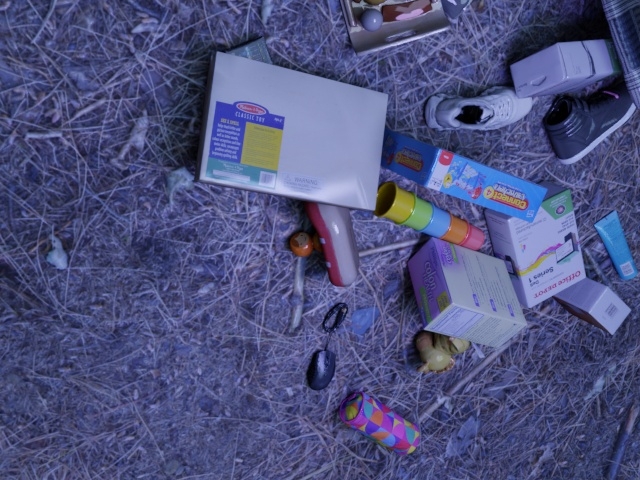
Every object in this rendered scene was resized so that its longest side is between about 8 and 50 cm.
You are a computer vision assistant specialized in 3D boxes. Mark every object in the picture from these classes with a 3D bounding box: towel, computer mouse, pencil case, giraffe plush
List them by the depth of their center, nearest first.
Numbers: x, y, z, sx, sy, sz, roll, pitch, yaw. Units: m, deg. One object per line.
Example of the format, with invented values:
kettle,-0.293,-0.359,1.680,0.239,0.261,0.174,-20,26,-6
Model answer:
towel,0.763,-0.493,1.759,0.324,0.056,0.312,-33,103,-52
computer mouse,0.025,0.274,1.815,0.071,0.041,0.241,11,101,-24
giraffe plush,0.326,0.269,1.882,0.182,0.210,0.170,20,126,-30
pencil case,0.160,0.488,1.907,0.236,0.104,0.104,37,90,-29

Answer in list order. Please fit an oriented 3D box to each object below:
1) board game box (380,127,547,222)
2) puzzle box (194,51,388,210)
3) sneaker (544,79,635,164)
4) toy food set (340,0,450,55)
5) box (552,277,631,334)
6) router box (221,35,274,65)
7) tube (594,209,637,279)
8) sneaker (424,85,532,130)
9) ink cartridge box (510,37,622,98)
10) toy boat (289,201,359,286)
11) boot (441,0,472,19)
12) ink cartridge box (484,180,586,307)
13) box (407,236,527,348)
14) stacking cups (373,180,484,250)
board game box,0.303,-0.157,1.648,0.302,0.308,0.086,15,101,-25
puzzle box,-0.055,-0.226,1.539,0.409,0.052,0.271,9,86,-24
sneaker,0.710,-0.348,1.866,0.296,0.104,0.147,-44,122,0
toy food set,0.142,-0.577,1.538,0.220,0.092,0.305,-16,113,3
box,0.753,0.170,2.006,0.130,0.170,0.091,37,88,-27
router box,-0.148,-0.369,1.549,0.092,0.038,0.122,-26,113,-14
tube,0.863,0.018,2.077,0.080,0.052,0.207,-35,110,-14
sneaker,0.407,-0.315,1.749,0.292,0.118,0.109,-12,108,-20
ink cartridge box,0.599,-0.418,1.738,0.220,0.160,0.092,-13,88,-32
toy boat,0.000,0.000,1.684,0.151,0.151,0.230,-9,112,11
boot,0.284,-0.637,1.624,0.209,0.076,0.189,27,108,-20
ink cartridge box,0.579,0.011,1.917,0.202,0.117,0.278,-26,114,-13
box,0.366,0.134,1.799,0.243,0.213,0.117,17,133,-27
stacking cups,0.282,-0.057,1.798,0.316,0.096,0.095,19,98,-30
